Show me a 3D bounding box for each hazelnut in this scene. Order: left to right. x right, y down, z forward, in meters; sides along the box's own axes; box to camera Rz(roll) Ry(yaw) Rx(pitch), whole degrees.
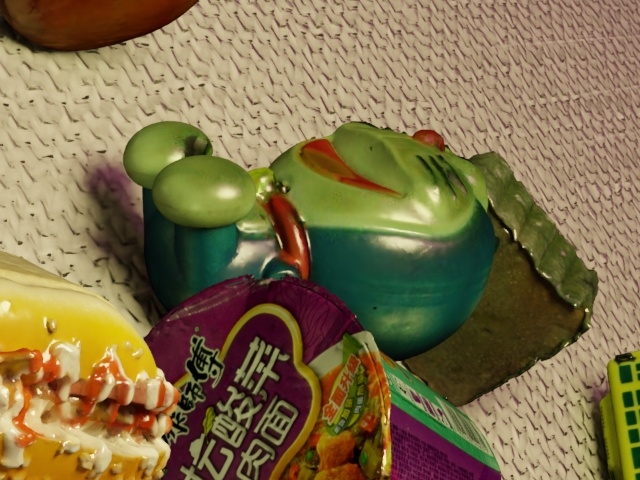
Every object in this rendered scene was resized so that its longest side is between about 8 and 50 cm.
[{"bbox_3d":[-0.180,-0.243,1.370,0.208,0.208,0.208,33,38,-31],"label":"hazelnut"}]

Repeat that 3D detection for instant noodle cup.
[{"bbox_3d":[-0.005,0.169,1.163,0.190,0.251,0.251,29,39,-48],"label":"instant noodle cup"}]

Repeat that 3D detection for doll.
[{"bbox_3d":[0.000,0.000,1.350,0.322,0.186,0.198,2,22,-22],"label":"doll"}]

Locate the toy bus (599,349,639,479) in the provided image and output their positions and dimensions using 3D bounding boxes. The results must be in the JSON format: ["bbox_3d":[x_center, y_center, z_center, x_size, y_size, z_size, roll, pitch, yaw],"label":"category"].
[{"bbox_3d":[0.351,0.221,1.649,0.128,0.150,0.262,66,17,-45],"label":"toy bus"}]

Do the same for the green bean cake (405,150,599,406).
[{"bbox_3d":[0.132,0.032,1.516,0.181,0.173,0.094,48,31,-9],"label":"green bean cake"}]

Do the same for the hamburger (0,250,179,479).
[{"bbox_3d":[-0.223,0.106,0.940,0.295,0.227,0.151,10,31,-48],"label":"hamburger"}]

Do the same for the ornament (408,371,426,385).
[{"bbox_3d":[0.058,0.216,1.324,0.180,0.059,0.201,-23,90,-52],"label":"ornament"}]
